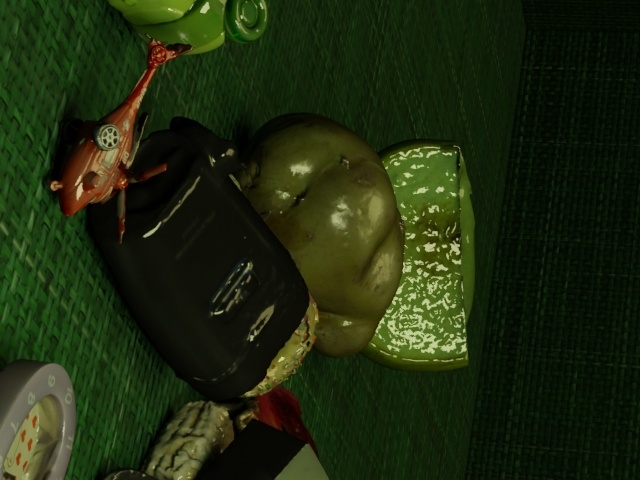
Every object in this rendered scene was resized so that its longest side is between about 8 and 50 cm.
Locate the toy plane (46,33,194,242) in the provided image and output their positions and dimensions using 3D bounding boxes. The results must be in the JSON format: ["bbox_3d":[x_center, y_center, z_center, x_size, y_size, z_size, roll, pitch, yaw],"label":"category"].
[{"bbox_3d":[-0.181,-0.106,1.545,0.194,0.126,0.077,-51,130,3],"label":"toy plane"}]

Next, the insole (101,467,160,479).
[{"bbox_3d":[-0.144,0.318,1.778,0.309,0.012,0.110,37,78,-48],"label":"insole"}]

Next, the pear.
[{"bbox_3d":[0.120,0.025,2.545,0.318,0.239,0.342,17,71,-87],"label":"pear"}]

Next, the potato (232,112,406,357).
[{"bbox_3d":[-0.001,0.003,2.089,0.202,0.218,0.351,-43,140,-30],"label":"potato"}]

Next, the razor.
[{"bbox_3d":[-0.124,0.024,1.744,0.189,0.107,0.327,-54,146,-20],"label":"razor"}]

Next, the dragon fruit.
[{"bbox_3d":[-0.085,0.269,2.019,0.211,0.134,0.262,57,9,-41],"label":"dragon fruit"}]

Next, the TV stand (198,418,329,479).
[{"bbox_3d":[-0.111,0.317,1.738,0.269,0.088,0.082,-49,136,-24],"label":"TV stand"}]

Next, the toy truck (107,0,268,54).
[{"bbox_3d":[-0.142,-0.279,1.641,0.210,0.148,0.187,10,84,-52],"label":"toy truck"}]

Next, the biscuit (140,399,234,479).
[{"bbox_3d":[-0.131,0.391,1.929,0.144,0.078,0.426,-62,150,-55],"label":"biscuit"}]

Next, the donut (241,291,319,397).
[{"bbox_3d":[-0.074,0.114,1.962,0.175,0.068,0.174,-25,135,-27],"label":"donut"}]

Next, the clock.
[{"bbox_3d":[-0.268,0.192,1.389,0.172,0.064,0.198,50,45,-69],"label":"clock"}]

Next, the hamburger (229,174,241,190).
[{"bbox_3d":[-0.121,-0.015,1.907,0.140,0.062,0.133,61,34,-60],"label":"hamburger"}]
